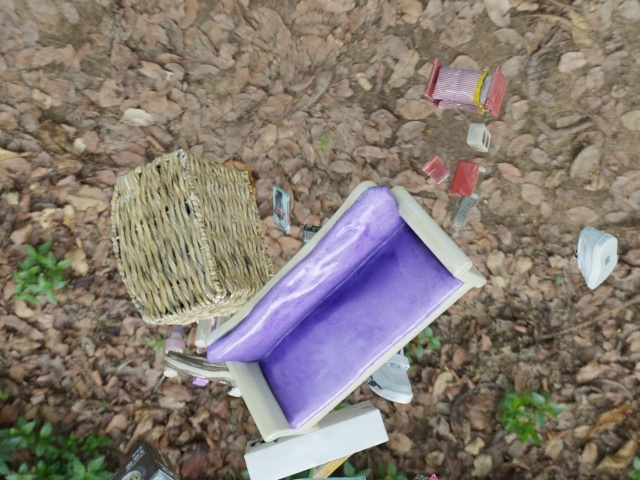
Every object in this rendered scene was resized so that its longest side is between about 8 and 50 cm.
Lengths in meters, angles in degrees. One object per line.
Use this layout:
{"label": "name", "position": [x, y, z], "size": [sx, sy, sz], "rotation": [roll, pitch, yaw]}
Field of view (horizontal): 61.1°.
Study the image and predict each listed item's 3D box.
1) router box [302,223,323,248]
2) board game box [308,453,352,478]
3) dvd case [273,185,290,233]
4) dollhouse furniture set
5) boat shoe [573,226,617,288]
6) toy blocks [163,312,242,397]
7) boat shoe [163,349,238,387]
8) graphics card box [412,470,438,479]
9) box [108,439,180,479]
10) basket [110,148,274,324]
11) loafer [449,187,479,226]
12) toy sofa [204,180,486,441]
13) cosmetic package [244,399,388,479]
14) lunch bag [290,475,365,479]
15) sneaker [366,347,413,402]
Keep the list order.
{"label": "router box", "position": [0.000, 0.000, 1.855], "size": [0.123, 0.038, 0.092], "rotation": [13, 130, 12]}
{"label": "board game box", "position": [0.039, 0.562, 1.463], "size": [0.039, 0.124, 0.259], "rotation": [29, 125, -3]}
{"label": "dvd case", "position": [-0.115, -0.091, 1.600], "size": [0.013, 0.087, 0.119], "rotation": [-14, 120, -28]}
{"label": "dollhouse furniture set", "position": [0.404, -0.331, 1.623], "size": [0.201, 0.152, 0.374], "rotation": [15, 92, 27]}
{"label": "boat shoe", "position": [0.658, 0.037, 1.309], "size": [0.079, 0.081, 0.227], "rotation": [-40, 142, -5]}
{"label": "toy blocks", "position": [-0.321, 0.318, 1.800], "size": [0.309, 0.260, 0.288], "rotation": [26, 130, -27]}
{"label": "boat shoe", "position": [-0.259, 0.298, 1.341], "size": [0.257, 0.095, 0.095], "rotation": [26, 71, -34]}
{"label": "graphics card box", "position": [0.294, 0.971, 1.757], "size": [0.371, 0.094, 0.232], "rotation": [-38, 92, -25]}
{"label": "box", "position": [-0.398, 0.546, 1.156], "size": [0.180, 0.147, 0.077], "rotation": [-47, 115, -15]}
{"label": "basket", "position": [-0.248, 0.007, 1.053], "size": [0.214, 0.223, 0.299], "rotation": [-21, 79, 21]}
{"label": "loafer", "position": [0.466, -0.113, 1.778], "size": [0.056, 0.050, 0.148], "rotation": [37, 80, -25]}
{"label": "toy sofa", "position": [0.027, 0.103, 0.733], "size": [0.362, 0.177, 0.150], "rotation": [-44, 58, 14]}
{"label": "cosmetic package", "position": [-0.009, 0.351, 0.954], "size": [0.239, 0.099, 0.060], "rotation": [-17, 86, -7]}
{"label": "lunch bag", "position": [-0.009, 0.692, 1.279], "size": [0.262, 0.160, 0.223], "rotation": [-7, 104, 5]}
{"label": "sneaker", "position": [0.222, 0.350, 1.771], "size": [0.137, 0.366, 0.210], "rotation": [13, 109, -19]}
